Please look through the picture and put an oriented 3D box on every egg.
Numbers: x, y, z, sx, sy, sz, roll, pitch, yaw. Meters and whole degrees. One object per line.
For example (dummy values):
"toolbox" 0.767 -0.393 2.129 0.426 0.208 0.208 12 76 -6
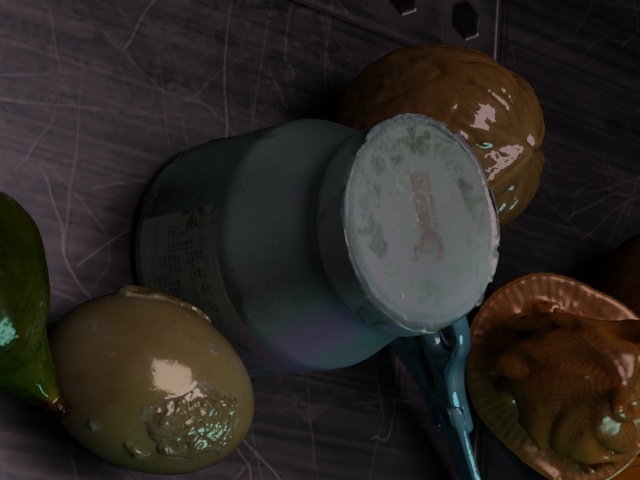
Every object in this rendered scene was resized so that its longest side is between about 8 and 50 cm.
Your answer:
"egg" -0.153 0.128 1.521 0.201 0.164 0.164 31 62 -16

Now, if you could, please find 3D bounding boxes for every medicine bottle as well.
"medicine bottle" 0.000 0.000 1.591 0.245 0.290 0.245 9 76 -39

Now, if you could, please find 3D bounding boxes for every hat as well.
"hat" 0.285 0.167 1.782 0.233 0.233 0.244 2 94 -5

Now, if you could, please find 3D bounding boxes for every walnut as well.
"walnut" 0.127 -0.100 1.760 0.228 0.228 0.228 9 76 -38

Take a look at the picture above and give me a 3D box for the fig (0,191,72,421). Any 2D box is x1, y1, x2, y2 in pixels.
"fig" -0.304 0.070 1.410 0.203 0.203 0.235 -56 132 -32

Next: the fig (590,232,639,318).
"fig" 0.431 0.097 1.998 0.235 0.214 0.235 -6 90 -65

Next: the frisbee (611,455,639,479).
"frisbee" 0.381 0.353 2.006 0.192 0.035 0.192 10 74 -38

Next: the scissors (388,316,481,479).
"scissors" 0.127 0.169 1.777 0.032 0.180 0.393 -28 115 -20
